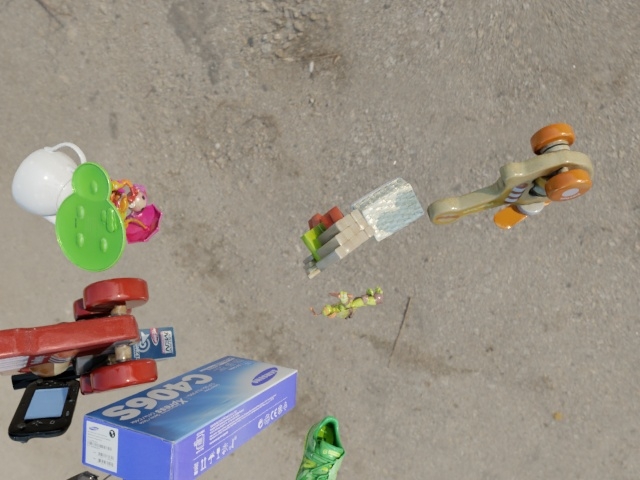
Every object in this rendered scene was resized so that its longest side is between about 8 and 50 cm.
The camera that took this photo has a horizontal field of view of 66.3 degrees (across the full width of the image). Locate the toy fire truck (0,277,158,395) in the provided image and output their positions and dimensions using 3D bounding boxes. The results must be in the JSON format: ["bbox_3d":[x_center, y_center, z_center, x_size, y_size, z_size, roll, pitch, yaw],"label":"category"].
[{"bbox_3d":[-0.419,0.172,0.795,0.302,0.253,0.170,-28,68,52],"label":"toy fire truck"}]

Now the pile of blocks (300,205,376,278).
[{"bbox_3d":[0.000,0.000,1.083,0.113,0.148,0.362,54,170,2],"label":"pile of blocks"}]

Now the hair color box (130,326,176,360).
[{"bbox_3d":[-0.647,0.345,1.523,0.173,0.347,0.105,-22,73,39],"label":"hair color box"}]

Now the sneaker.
[{"bbox_3d":[-0.001,0.595,1.295,0.109,0.296,0.124,19,125,-11],"label":"sneaker"}]

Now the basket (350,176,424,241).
[{"bbox_3d":[0.186,-0.086,1.350,0.167,0.103,0.113,-31,105,-3],"label":"basket"}]

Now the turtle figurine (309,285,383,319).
[{"bbox_3d":[0.094,0.210,1.598,0.269,0.217,0.087,123,130,-62],"label":"turtle figurine"}]

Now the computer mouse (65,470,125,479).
[{"bbox_3d":[-0.518,0.598,1.127,0.262,0.060,0.184,-44,109,-1],"label":"computer mouse"}]

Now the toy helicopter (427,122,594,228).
[{"bbox_3d":[0.419,-0.104,1.104,0.354,0.140,0.235,-18,156,24],"label":"toy helicopter"}]

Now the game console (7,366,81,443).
[{"bbox_3d":[-0.560,0.313,1.062,0.213,0.361,0.044,-7,106,-18],"label":"game console"}]

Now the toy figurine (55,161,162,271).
[{"bbox_3d":[-0.337,-0.049,0.831,0.130,0.159,0.173,10,103,14],"label":"toy figurine"}]

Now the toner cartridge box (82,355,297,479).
[{"bbox_3d":[-0.188,0.278,0.806,0.165,0.347,0.075,6,94,24],"label":"toner cartridge box"}]

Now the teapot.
[{"bbox_3d":[-0.911,-0.188,1.699,0.186,0.253,0.256,26,159,0],"label":"teapot"}]
